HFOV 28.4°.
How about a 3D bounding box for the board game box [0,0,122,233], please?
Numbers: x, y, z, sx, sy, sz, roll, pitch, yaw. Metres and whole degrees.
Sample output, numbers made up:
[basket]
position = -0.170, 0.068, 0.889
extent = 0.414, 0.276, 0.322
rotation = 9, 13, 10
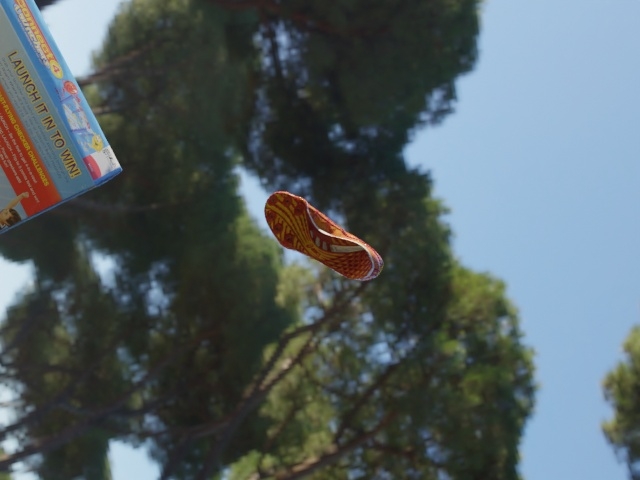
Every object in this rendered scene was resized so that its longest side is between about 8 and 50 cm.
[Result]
[board game box]
position = -0.469, -0.158, 1.685
extent = 0.308, 0.302, 0.086
rotation = 64, 21, -8

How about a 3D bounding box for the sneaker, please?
[sneaker]
position = 0.000, 0.000, 1.586
extent = 0.175, 0.064, 0.067
rotation = 38, 7, 19
